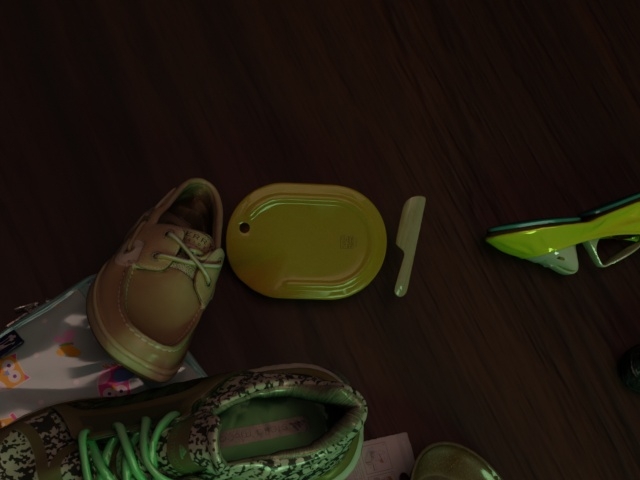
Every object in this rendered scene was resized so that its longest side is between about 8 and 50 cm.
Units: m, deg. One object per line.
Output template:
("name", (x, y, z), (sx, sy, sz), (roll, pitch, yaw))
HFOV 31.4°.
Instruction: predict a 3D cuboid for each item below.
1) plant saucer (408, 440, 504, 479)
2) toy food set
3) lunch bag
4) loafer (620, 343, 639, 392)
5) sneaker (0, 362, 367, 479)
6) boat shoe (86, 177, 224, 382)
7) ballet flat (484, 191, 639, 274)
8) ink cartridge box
("plant saucer", (0.150, 0.305, 1.170), (0.198, 0.036, 0.199), (32, 39, -29))
("toy food set", (0.000, 0.000, 1.277), (0.218, 0.071, 0.128), (4, 94, -9))
("lunch bag", (-0.212, 0.176, 1.137), (0.224, 0.108, 0.279), (-36, 82, -21))
("loafer", (0.459, 0.162, 1.309), (0.223, 0.078, 0.076), (12, 69, -8))
("sneaker", (-0.138, 0.182, 0.994), (0.410, 0.182, 0.158), (-15, 75, -18))
("boat shoe", (-0.149, 0.026, 1.118), (0.109, 0.302, 0.098), (35, 111, -14))
("ballet flat", (0.306, -0.001, 1.340), (0.231, 0.077, 0.077), (-13, 91, -19))
("ink cartridge box", (0.028, 0.288, 1.199), (0.179, 0.045, 0.145), (-5, 71, -32))
